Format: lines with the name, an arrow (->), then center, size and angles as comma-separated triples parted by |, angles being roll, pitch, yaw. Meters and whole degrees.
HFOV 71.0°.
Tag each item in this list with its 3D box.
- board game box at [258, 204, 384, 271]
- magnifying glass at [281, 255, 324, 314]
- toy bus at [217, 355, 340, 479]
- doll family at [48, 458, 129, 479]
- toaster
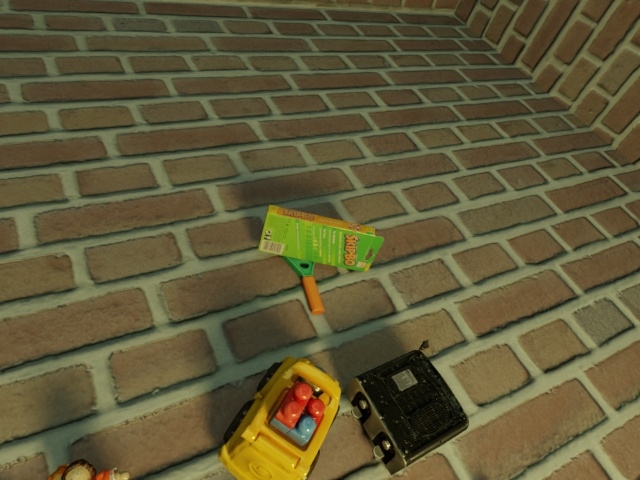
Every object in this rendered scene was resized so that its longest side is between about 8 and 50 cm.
board game box -> 0.000, 0.000, 0.999 | 0.260, 0.124, 0.039 | 14, 45, -8
magnifying glass -> -0.036, 0.066, 1.028 | 0.092, 0.026, 0.230 | -3, 52, -21
toy bus -> -0.039, 0.267, 0.717 | 0.150, 0.211, 0.220 | 33, 46, 5
doll family -> -0.356, 0.402, 0.589 | 0.163, 0.118, 0.263 | 44, 69, 12
toaster -> 0.159, 0.305, 0.824 | 0.186, 0.110, 0.168 | -16, 57, -29
